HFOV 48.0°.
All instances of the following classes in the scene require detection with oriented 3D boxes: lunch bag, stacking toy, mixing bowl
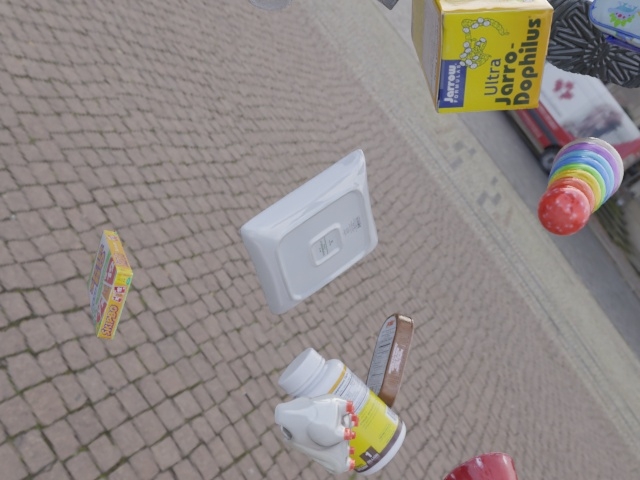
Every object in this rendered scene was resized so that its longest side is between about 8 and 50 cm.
[{"bbox_3d":[0.539,-0.362,1.103,0.090,0.176,0.219,22,14,-45],"label":"lunch bag"},{"bbox_3d":[0.480,-0.097,1.361,0.141,0.141,0.330,53,35,3],"label":"stacking toy"},{"bbox_3d":[0.353,0.545,1.521,0.181,0.181,0.098,35,18,-38],"label":"mixing bowl"}]

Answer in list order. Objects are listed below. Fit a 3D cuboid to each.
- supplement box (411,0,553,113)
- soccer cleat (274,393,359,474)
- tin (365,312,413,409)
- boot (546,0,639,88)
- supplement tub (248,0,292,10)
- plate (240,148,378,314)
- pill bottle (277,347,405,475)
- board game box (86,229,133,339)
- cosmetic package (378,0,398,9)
[{"bbox_3d":[0.297,-0.419,1.400,0.357,0.195,0.194,-93,179,-52],"label":"supplement box"},{"bbox_3d":[-0.001,0.199,0.751,0.196,0.076,0.068,79,16,-62],"label":"soccer cleat"},{"bbox_3d":[0.123,0.223,1.309,0.040,0.106,0.190,22,70,-14],"label":"tin"},{"bbox_3d":[0.539,-0.548,1.664,0.366,0.146,0.445,18,36,-30],"label":"boot"},{"bbox_3d":[-0.110,-0.640,1.653,0.117,0.116,0.191,25,64,-49],"label":"supplement tub"},{"bbox_3d":[0.000,0.000,1.362,0.045,0.278,0.277,42,-21,36],"label":"plate"},{"bbox_3d":[0.033,0.283,1.206,0.215,0.117,0.117,44,22,-5],"label":"pill bottle"},{"bbox_3d":[-0.392,0.071,1.322,0.039,0.124,0.259,15,11,-24],"label":"board game box"},{"bbox_3d":[0.066,-0.566,1.395,0.238,0.107,0.127,43,15,23],"label":"cosmetic package"}]
